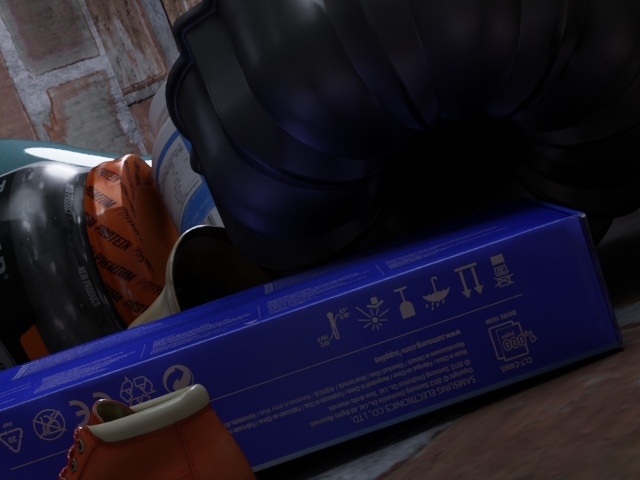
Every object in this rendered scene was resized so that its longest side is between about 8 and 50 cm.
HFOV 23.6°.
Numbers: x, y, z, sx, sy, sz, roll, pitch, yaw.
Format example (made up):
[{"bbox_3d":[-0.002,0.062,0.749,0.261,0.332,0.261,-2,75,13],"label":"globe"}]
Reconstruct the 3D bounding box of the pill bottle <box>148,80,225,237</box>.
[{"bbox_3d":[-0.060,-0.042,1.192,0.124,0.124,0.221,-22,44,-6],"label":"pill bottle"}]

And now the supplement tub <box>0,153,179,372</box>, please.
[{"bbox_3d":[-0.272,0.065,1.230,0.338,0.207,0.207,-22,5,10],"label":"supplement tub"}]

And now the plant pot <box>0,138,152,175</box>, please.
[{"bbox_3d":[-0.270,0.020,1.501,0.255,0.272,0.271,-8,2,-13],"label":"plant pot"}]

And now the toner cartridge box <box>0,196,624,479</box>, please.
[{"bbox_3d":[-0.027,0.068,0.831,0.347,0.075,0.165,-19,4,-1],"label":"toner cartridge box"}]

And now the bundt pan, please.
[{"bbox_3d":[0.073,-0.069,0.944,0.330,0.124,0.331,-8,-38,-6],"label":"bundt pan"}]

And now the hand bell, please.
[{"bbox_3d":[-0.134,0.102,1.026,0.242,0.126,0.126,-33,-1,30],"label":"hand bell"}]

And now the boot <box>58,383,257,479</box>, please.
[{"bbox_3d":[-0.099,0.116,0.702,0.158,0.085,0.059,-21,7,26],"label":"boot"}]
